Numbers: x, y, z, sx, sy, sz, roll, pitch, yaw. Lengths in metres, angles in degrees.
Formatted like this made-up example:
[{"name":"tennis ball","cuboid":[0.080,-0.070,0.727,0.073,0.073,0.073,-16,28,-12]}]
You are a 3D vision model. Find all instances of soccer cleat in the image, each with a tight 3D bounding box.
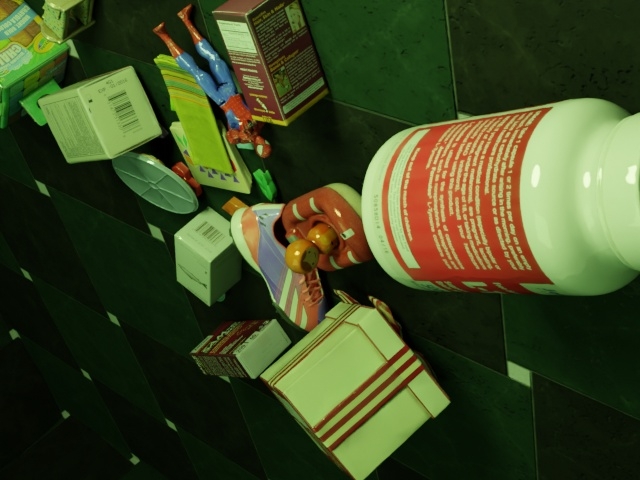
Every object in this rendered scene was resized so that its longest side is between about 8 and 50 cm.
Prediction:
[{"name":"soccer cleat","cuboid":[-0.049,0.059,1.780,0.117,0.108,0.318,-14,123,32]}]

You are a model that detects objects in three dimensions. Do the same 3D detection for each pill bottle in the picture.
[{"name":"pill bottle","cuboid":[0.258,-0.048,1.126,0.408,0.229,0.229,-2,125,53]}]

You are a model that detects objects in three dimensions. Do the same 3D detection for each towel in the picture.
[{"name":"towel","cuboid":[-0.228,-0.224,1.686,0.102,0.021,0.237,21,142,38]}]

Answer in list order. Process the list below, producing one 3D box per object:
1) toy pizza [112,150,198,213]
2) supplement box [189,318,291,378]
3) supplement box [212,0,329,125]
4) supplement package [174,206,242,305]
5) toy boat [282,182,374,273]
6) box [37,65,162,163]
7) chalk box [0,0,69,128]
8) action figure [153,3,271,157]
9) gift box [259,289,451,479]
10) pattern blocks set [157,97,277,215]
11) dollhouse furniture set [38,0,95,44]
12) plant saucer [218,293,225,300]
[{"name":"toy pizza","cuboid":[-0.335,-0.125,1.904,0.201,0.032,0.201,24,157,11]},{"name":"supplement box","cuboid":[-0.188,0.249,2.150,0.239,0.130,0.073,-10,118,55]},{"name":"supplement box","cuboid":[-0.072,-0.280,1.391,0.081,0.104,0.188,17,138,42]},{"name":"supplement package","cuboid":[-0.237,0.036,1.981,0.105,0.105,0.179,35,149,18]},{"name":"toy boat","cuboid":[0.000,0.000,1.589,0.151,0.151,0.231,53,150,-11]},{"name":"box","cuboid":[-0.442,-0.247,1.852,0.232,0.127,0.148,4,121,55]},{"name":"chalk box","cuboid":[-0.652,-0.372,1.948,0.289,0.180,0.179,44,150,2]},{"name":"action figure","cuboid":[-0.154,-0.256,1.532,0.280,0.091,0.139,56,161,-15]},{"name":"gift box","cuboid":[0.057,0.251,1.728,0.255,0.258,0.276,53,169,-14]},{"name":"pattern blocks set","cuboid":[-0.211,-0.164,1.786,0.325,0.026,0.285,21,142,38]},{"name":"dollhouse furniture set","cuboid":[-0.493,-0.479,1.690,0.161,0.101,0.182,45,150,4]},{"name":"plant saucer","cuboid":[-0.259,0.088,2.155,0.119,0.021,0.119,32,146,24]}]
